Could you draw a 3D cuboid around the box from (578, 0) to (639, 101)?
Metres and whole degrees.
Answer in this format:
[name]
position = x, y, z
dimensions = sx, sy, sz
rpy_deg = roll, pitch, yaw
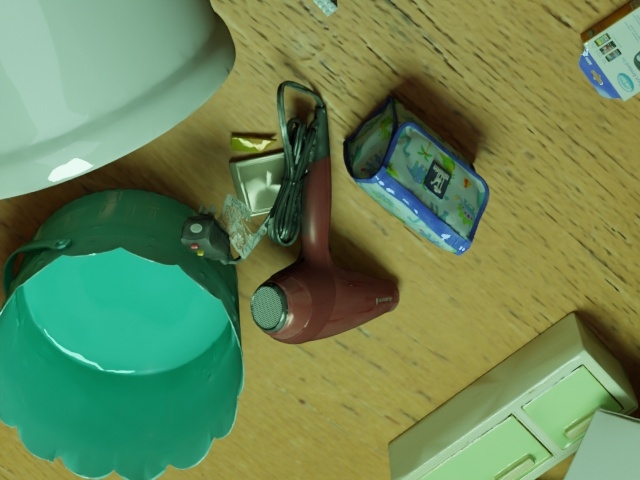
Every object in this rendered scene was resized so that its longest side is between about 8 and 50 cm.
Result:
[box]
position = 0.329, -0.202, 1.764
dimensions = 0.136, 0.028, 0.081
rpy_deg = -32, 114, 17

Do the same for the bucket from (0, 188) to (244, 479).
[bucket]
position = -0.208, 0.091, 1.818
dimensions = 0.281, 0.183, 0.281
rpy_deg = 0, 118, -1

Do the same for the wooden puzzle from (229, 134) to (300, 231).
[wooden puzzle]
position = -0.055, -0.061, 1.837
dimensions = 0.079, 0.014, 0.116
rpy_deg = -3, 118, 5

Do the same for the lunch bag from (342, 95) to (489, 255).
[lunch bag]
position = 0.096, -0.060, 1.763
dimensions = 0.129, 0.151, 0.096
rpy_deg = 38, 111, -18

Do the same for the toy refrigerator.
[toy refrigerator]
position = 0.211, 0.210, 1.943
dimensions = 0.269, 0.094, 0.102
rpy_deg = -37, 113, 16

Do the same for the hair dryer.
[hair dryer]
position = 0.000, 0.000, 1.796
dimensions = 0.223, 0.080, 0.293
rpy_deg = -54, 134, -18

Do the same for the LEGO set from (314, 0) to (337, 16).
[LEGO set]
position = 0.032, -0.367, 1.573
dimensions = 0.331, 0.192, 0.255
rpy_deg = -30, 115, 13

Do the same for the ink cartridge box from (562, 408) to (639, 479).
[ink cartridge box]
position = 0.356, 0.323, 1.874
dimensions = 0.168, 0.171, 0.232
rpy_deg = 16, 153, 27

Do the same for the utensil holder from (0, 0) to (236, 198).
[utensil holder]
position = -0.295, -0.277, 1.543
dimensions = 0.328, 0.327, 0.385
rpy_deg = -19, 115, 8
